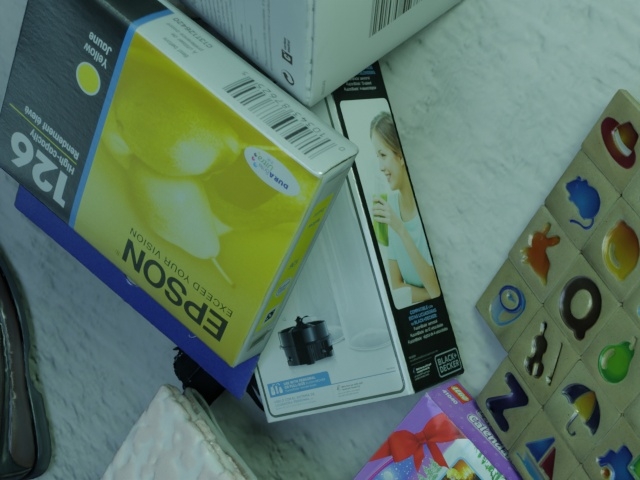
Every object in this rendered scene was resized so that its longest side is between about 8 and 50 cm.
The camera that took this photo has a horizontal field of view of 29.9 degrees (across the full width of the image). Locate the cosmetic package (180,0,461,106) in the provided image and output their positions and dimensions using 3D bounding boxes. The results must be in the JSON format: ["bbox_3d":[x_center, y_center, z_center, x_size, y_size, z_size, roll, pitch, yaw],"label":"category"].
[{"bbox_3d":[-0.065,-0.298,0.959,0.365,0.197,0.155,41,154,22],"label":"cosmetic package"}]

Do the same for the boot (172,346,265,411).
[{"bbox_3d":[-0.089,0.133,1.161,0.099,0.045,0.121,-40,68,32],"label":"boot"}]

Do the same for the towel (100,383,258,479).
[{"bbox_3d":[-0.135,0.343,1.079,0.317,0.053,0.332,-58,43,14],"label":"towel"}]

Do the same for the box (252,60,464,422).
[{"bbox_3d":[0.000,0.000,1.047,0.169,0.087,0.290,-16,87,38],"label":"box"}]

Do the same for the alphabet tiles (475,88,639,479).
[{"bbox_3d":[0.236,0.066,0.865,0.342,0.011,0.285,-61,42,32],"label":"alphabet tiles"}]

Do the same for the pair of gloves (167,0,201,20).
[{"bbox_3d":[-0.150,-0.173,1.100,0.204,0.042,0.240,28,96,54],"label":"pair of gloves"}]

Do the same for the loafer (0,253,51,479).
[{"bbox_3d":[-0.386,0.130,1.341,0.109,0.095,0.302,-20,85,36],"label":"loafer"}]

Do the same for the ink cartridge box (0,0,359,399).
[{"bbox_3d":[-0.147,-0.042,1.001,0.303,0.072,0.307,38,128,15],"label":"ink cartridge box"}]

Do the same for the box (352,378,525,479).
[{"bbox_3d":[0.092,0.293,1.046,0.201,0.057,0.293,47,121,20],"label":"box"}]
